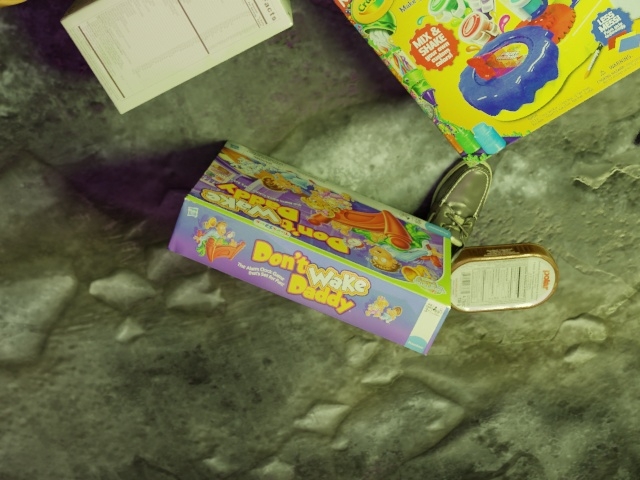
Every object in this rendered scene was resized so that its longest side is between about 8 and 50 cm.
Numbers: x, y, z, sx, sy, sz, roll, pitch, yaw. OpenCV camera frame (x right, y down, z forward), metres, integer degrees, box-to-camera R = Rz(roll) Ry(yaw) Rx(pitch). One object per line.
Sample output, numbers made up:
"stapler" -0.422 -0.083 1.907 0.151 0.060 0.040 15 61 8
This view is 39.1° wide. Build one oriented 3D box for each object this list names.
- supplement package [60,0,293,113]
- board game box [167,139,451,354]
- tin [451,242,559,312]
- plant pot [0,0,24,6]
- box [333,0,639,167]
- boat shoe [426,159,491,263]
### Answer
"supplement package" -0.172 -0.286 1.120 0.244 0.134 0.139 -25 117 9
"board game box" 0.000 0.000 1.195 0.347 0.233 0.078 22 115 -2
"tin" 0.277 0.061 1.403 0.190 0.040 0.106 -5 123 -2
"plant pot" -0.463 -0.377 0.983 0.203 0.291 0.291 -11 120 19
"box" 0.221 -0.295 1.073 0.290 0.177 0.279 -32 111 31
"boat shoe" 0.190 -0.015 1.332 0.080 0.073 0.223 23 114 -16
